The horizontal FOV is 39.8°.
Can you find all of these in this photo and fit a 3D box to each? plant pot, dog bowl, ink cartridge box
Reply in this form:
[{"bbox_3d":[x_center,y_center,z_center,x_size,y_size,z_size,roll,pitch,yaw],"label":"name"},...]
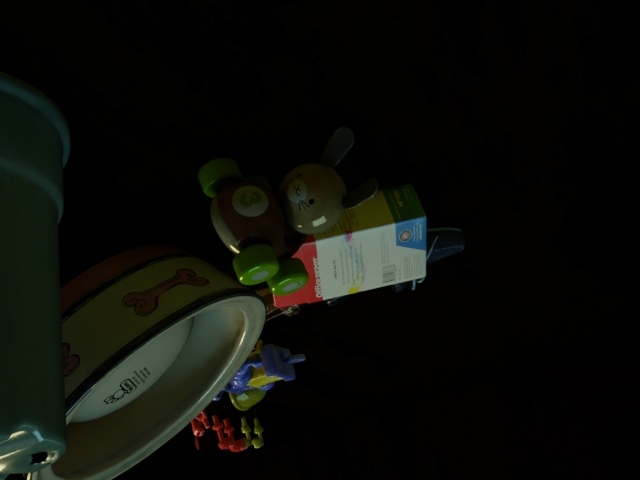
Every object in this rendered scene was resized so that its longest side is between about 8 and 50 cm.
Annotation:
[{"bbox_3d":[-0.388,0.059,0.828,0.341,0.334,0.341,-12,158,-5],"label":"plant pot"},{"bbox_3d":[-0.277,0.174,1.262,0.408,0.150,0.408,-40,161,-16],"label":"dog bowl"},{"bbox_3d":[0.033,0.010,1.286,0.231,0.078,0.134,-12,137,-5],"label":"ink cartridge box"}]

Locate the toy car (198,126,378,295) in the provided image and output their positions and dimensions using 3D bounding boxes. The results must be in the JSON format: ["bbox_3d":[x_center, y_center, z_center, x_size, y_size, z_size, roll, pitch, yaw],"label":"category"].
[{"bbox_3d":[-0.025,-0.050,1.063,0.188,0.155,0.149,-32,155,17],"label":"toy car"}]

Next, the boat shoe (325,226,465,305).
[{"bbox_3d":[0.121,0.050,1.485,0.258,0.089,0.109,-17,159,8],"label":"boat shoe"}]

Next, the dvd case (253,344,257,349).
[{"bbox_3d":[-0.273,0.234,1.783,0.179,0.029,0.239,-30,155,35],"label":"dvd case"}]

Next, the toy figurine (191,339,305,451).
[{"bbox_3d":[-0.112,0.291,1.758,0.217,0.191,0.362,-25,159,12],"label":"toy figurine"}]

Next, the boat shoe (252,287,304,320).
[{"bbox_3d":[-0.052,0.104,1.550,0.178,0.060,0.064,-20,159,14],"label":"boat shoe"}]
